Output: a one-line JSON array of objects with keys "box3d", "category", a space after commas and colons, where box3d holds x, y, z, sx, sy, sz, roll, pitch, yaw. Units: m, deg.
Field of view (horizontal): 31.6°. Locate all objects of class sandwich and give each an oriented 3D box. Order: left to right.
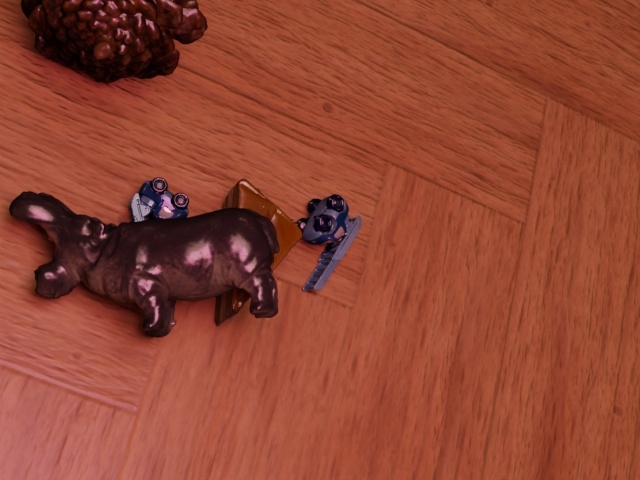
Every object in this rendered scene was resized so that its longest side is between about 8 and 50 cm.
[{"box3d": [-0.118, 0.016, 1.505, 0.113, 0.079, 0.163, 43, 60, -6], "category": "sandwich"}]

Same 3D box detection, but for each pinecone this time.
[{"box3d": [-0.274, -0.338, 1.488, 0.244, 0.244, 0.309, 8, 56, -23], "category": "pinecone"}]

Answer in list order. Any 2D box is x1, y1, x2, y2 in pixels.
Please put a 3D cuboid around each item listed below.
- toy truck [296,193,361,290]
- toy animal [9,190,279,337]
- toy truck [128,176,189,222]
[{"box3d": [0.000, 0.000, 1.582, 0.074, 0.063, 0.136, 48, 59, -25], "category": "toy truck"}, {"box3d": [-0.219, 0.031, 1.396, 0.343, 0.106, 0.168, 5, 80, -1], "category": "toy animal"}, {"box3d": [-0.220, -0.032, 1.493, 0.073, 0.056, 0.090, 35, 73, -5], "category": "toy truck"}]
